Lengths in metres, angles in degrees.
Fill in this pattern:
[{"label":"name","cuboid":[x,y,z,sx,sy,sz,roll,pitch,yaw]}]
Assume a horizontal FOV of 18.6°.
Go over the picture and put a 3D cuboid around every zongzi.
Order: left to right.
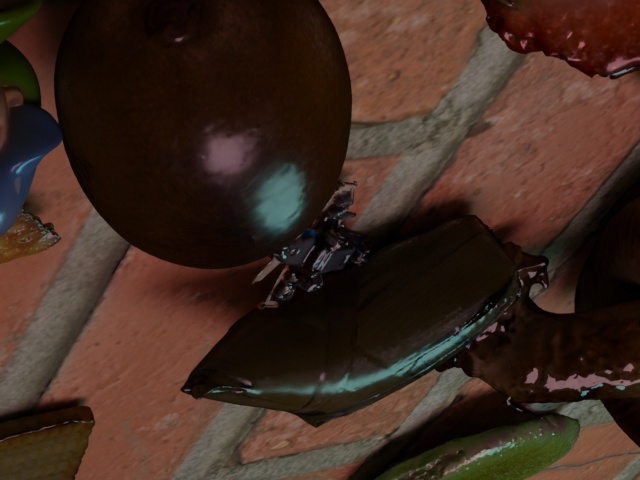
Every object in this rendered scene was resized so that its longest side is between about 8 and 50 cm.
[{"label":"zongzi","cuboid":[0.034,0.067,1.706,0.260,0.123,0.289,-32,166,13]}]

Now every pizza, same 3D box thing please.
[{"label":"pizza","cuboid":[-0.266,-0.006,1.429,0.160,0.036,0.099,-14,153,-26]}]

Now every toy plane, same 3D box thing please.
[{"label":"toy plane","cuboid":[0.008,0.007,1.676,0.188,0.062,0.135,11,118,-55]}]

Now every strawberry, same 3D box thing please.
[{"label":"strawberry","cuboid":[0.216,-0.207,1.391,0.236,0.107,0.175,12,114,0]}]

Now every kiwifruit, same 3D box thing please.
[{"label":"kiwifruit","cuboid":[-0.077,-0.090,1.268,0.196,0.196,0.234,-26,155,-1]}]

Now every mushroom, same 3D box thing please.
[{"label":"mushroom","cuboid":[0.339,0.102,1.896,0.356,0.334,0.331,-16,154,-41]}]

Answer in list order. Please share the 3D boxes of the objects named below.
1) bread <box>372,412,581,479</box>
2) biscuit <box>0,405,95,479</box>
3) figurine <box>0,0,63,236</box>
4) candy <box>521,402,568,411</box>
[{"label":"bread","cuboid":[0.177,0.281,2.338,0.301,0.045,0.301,-18,163,-6]},{"label":"biscuit","cuboid":[-0.315,0.235,1.854,0.172,0.029,0.254,-12,152,-26]},{"label":"figurine","cuboid":[-0.239,-0.095,1.183,0.162,0.143,0.263,-10,134,-26]},{"label":"candy","cuboid":[0.270,0.155,2.223,0.103,0.043,0.103,-19,152,-10]}]
